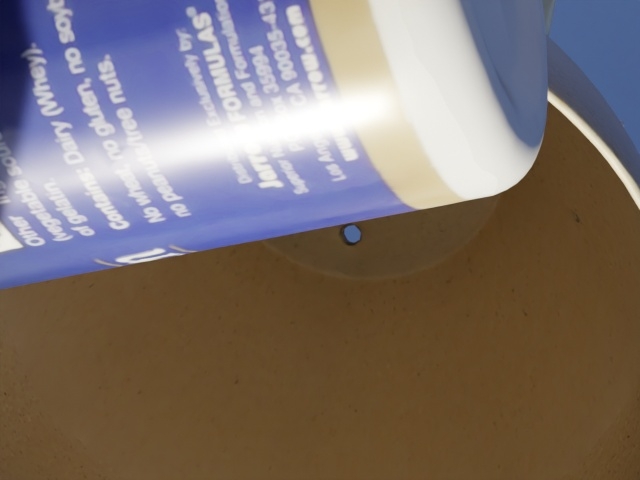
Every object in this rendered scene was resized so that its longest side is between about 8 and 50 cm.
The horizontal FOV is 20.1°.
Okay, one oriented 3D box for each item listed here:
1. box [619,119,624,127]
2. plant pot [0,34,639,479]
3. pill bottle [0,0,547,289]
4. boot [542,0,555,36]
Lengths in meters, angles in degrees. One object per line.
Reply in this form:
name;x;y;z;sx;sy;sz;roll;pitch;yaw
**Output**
box;0.058;-0.071;1.004;0.207;0.114;0.036;25;-70;57
plant pot;0.000;0.000;0.713;0.284;0.284;0.191;-35;-163;24
pill bottle;-0.082;-0.065;0.492;0.265;0.153;0.153;-10;-129;17
boot;0.053;-0.219;0.979;0.088;0.176;0.244;-120;-139;-81
